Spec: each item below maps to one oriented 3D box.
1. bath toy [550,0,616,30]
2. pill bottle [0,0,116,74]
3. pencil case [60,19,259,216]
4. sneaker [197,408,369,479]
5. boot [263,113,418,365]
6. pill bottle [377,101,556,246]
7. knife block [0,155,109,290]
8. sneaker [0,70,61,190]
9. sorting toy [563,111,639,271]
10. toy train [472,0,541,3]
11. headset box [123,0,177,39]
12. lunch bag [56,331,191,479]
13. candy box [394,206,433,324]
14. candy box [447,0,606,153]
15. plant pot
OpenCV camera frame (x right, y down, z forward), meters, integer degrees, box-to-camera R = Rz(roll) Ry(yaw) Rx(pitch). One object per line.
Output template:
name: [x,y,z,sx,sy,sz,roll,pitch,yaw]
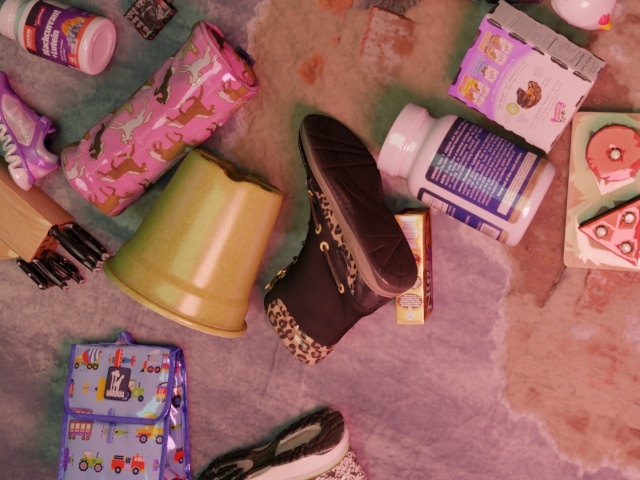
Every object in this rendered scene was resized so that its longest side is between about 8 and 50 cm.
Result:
bath toy: [0.521,-0.434,1.467,0.348,0.129,0.151,-34,44,16]
pill bottle: [-0.482,-0.381,1.755,0.193,0.108,0.108,20,103,12]
pencil case: [-0.288,-0.210,1.702,0.386,0.167,0.160,-40,106,16]
sneaker: [-0.087,0.476,1.770,0.410,0.158,0.182,-28,108,22]
boot: [0.000,0.000,1.646,0.284,0.138,0.378,-51,52,39]
pill bottle: [0.235,-0.113,1.573,0.264,0.153,0.153,28,105,9]
knife block: [-0.534,-0.040,1.833,0.242,0.088,0.276,-6,96,15]
sneaker: [-0.556,-0.215,1.815,0.104,0.095,0.237,-21,80,-5]
sorting toy: [0.524,-0.072,1.533,0.255,0.089,0.257,4,100,15]
toy train: [0.225,-0.478,1.536,0.333,0.142,0.190,6,110,15]
headset box: [-0.305,-0.414,1.740,0.062,0.032,0.083,46,106,4]
lunch bag: [-0.368,0.321,1.838,0.220,0.138,0.293,0,86,17]
candy box: [0.159,0.042,1.641,0.053,0.109,0.187,-1,97,15]
candy box: [0.325,-0.258,1.531,0.196,0.070,0.165,34,140,8]
plant pot: [-0.197,-0.010,1.660,0.276,0.276,0.254,29,98,10]
